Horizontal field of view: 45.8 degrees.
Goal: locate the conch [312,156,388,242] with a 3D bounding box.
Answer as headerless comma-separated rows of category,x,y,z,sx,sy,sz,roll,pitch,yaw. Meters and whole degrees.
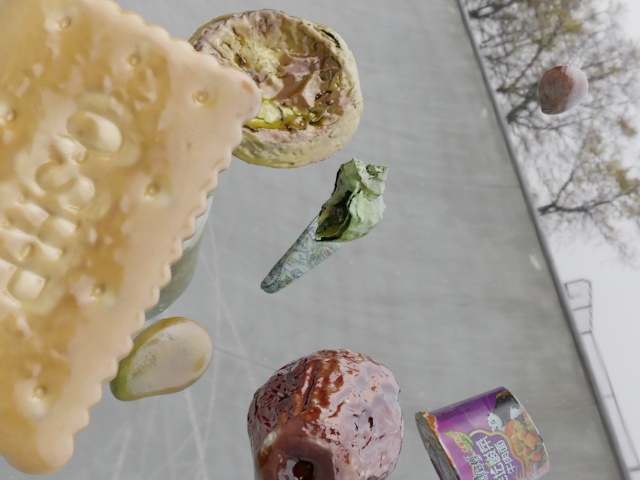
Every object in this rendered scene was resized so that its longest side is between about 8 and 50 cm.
conch,0.031,-0.038,0.820,0.074,0.121,0.089,45,23,-4

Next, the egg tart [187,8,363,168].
egg tart,-0.075,-0.219,1.142,0.115,0.290,0.290,109,-27,-61

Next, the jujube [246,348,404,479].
jujube,0.010,0.233,0.928,0.290,0.197,0.197,-22,96,-77

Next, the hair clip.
hair clip,0.001,-0.001,1.124,0.066,0.229,0.036,51,-19,-7

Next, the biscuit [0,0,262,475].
biscuit,-0.153,-0.016,0.411,0.250,0.160,0.030,-62,-176,-8

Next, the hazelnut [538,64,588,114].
hazelnut,0.392,-0.243,1.234,0.086,0.086,0.086,-16,90,-80

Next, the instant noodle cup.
instant noodle cup,0.332,0.423,1.547,0.251,0.190,0.251,156,-90,-83

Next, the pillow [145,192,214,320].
pillow,-0.305,0.043,1.587,0.185,0.075,0.302,-52,172,-41

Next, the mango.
mango,-0.274,0.207,1.325,0.227,0.099,0.136,-21,113,-54
